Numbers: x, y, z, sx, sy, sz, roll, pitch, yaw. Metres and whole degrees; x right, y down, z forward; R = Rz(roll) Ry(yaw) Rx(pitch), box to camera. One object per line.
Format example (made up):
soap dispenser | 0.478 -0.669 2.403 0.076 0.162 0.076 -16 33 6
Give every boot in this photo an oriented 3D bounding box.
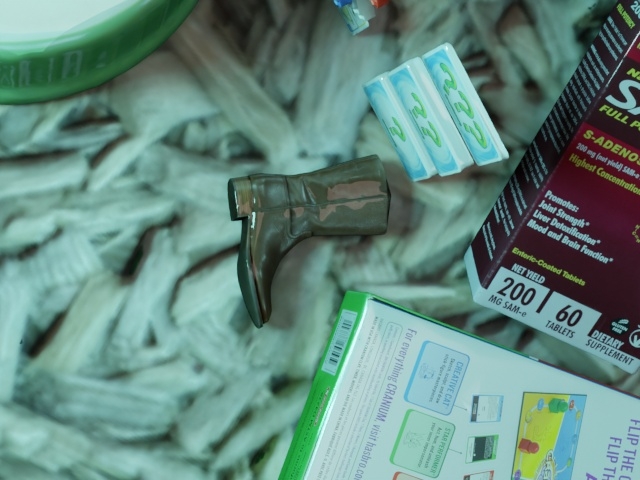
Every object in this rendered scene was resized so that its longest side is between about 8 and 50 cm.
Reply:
boot | 0.000 0.000 1.034 0.114 0.037 0.106 -8 95 -17

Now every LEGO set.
LEGO set | 0.017 -0.143 0.958 0.060 0.182 0.244 -28 95 -12

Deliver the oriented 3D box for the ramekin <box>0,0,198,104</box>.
ramekin | -0.192 -0.238 0.928 0.303 0.148 0.303 0 91 -12

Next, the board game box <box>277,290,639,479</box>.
board game box | 0.127 0.200 1.048 0.316 0.064 0.242 22 86 -12

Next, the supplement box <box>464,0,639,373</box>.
supplement box | 0.209 -0.044 1.009 0.130 0.073 0.239 24 112 -11
